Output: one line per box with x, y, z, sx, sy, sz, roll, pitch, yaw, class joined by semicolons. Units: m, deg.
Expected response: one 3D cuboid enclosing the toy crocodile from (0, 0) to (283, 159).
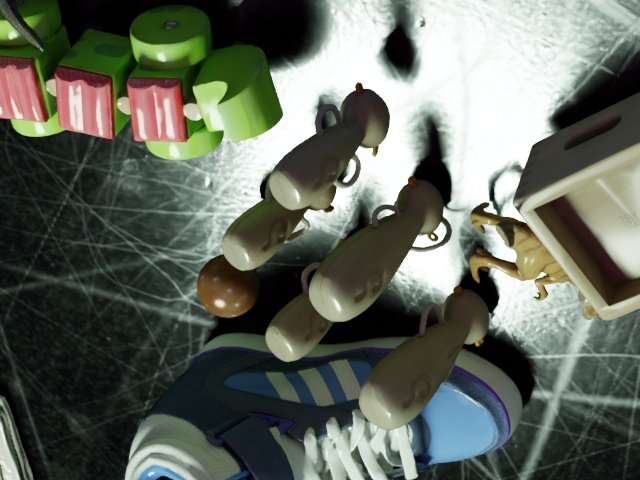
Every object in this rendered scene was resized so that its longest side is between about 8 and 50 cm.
-0.188;-0.129;1.407;0.340;0.105;0.115;9;127;18;toy crocodile

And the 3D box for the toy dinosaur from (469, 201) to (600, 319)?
0.163;0.003;1.358;0.112;0.064;0.211;10;168;39;toy dinosaur

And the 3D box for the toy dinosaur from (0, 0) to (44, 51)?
-0.224;-0.286;1.247;0.314;0.121;0.160;66;165;4;toy dinosaur

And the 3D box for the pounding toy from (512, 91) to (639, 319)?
0.282;-0.014;1.298;0.181;0.094;0.206;-26;114;34;pounding toy

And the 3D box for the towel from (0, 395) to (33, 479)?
-0.434;0.222;1.813;0.282;0.049;0.187;3;125;22;towel

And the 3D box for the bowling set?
0.000;0.000;1.422;0.199;0.154;0.287;10;132;40;bowling set

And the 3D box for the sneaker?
-0.008;0.193;1.481;0.322;0.236;0.130;5;126;20;sneaker
